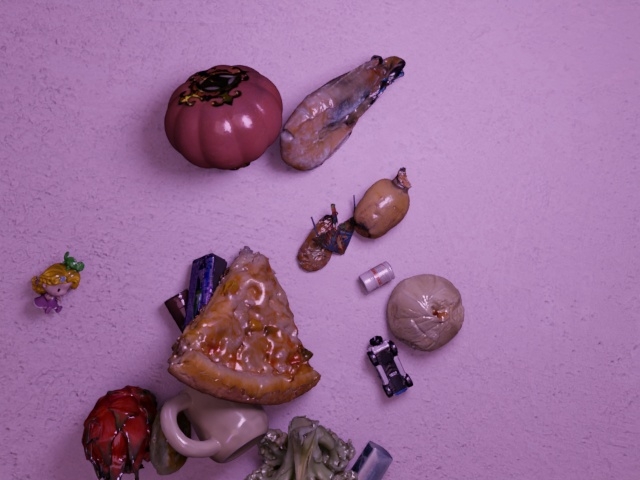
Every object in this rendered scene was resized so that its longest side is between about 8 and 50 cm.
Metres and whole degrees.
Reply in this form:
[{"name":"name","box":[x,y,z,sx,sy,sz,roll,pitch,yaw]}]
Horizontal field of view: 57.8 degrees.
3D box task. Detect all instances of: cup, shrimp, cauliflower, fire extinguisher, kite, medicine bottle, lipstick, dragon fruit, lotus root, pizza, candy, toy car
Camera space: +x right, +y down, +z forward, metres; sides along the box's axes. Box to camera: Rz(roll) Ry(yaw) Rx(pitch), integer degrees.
[{"name":"cup","box":[-0.254,0.429,1.430,0.173,0.255,0.202,-39,69,6]},{"name":"shrimp","box":[0.066,-0.348,1.550,0.445,0.221,0.110,-42,56,-14]},{"name":"cauliflower","box":[-0.050,0.570,1.496,0.327,0.260,0.281,-12,95,-41]},{"name":"fire extinguisher","box":[-0.316,0.237,1.542,0.099,0.071,0.231,-33,94,-22]},{"name":"kite","box":[0.046,-0.030,1.591,0.182,0.010,0.160,-29,119,-30]},{"name":"medicine bottle","box":[0.157,0.101,1.608,0.089,0.057,0.057,-27,93,-6]},{"name":"shrimp","box":[0.000,0.000,1.601,0.091,0.043,0.184,22,93,-14]},{"name":"lipstick","box":[0.092,0.691,1.584,0.076,0.077,0.290,35,84,-5]},{"name":"dragon fruit","box":[-0.493,0.486,1.439,0.193,0.192,0.274,19,45,-11]},{"name":"lotus root","box":[0.178,-0.100,1.581,0.221,0.125,0.118,-48,55,-3]},{"name":"pizza","box":[-0.148,0.270,1.468,0.392,0.080,0.435,50,45,-19]},{"name":"candy","box":[-0.299,0.187,1.472,0.061,0.088,0.313,29,53,-42]},{"name":"toy car","box":[0.185,0.344,1.602,0.080,0.070,0.171,-26,94,-7]}]

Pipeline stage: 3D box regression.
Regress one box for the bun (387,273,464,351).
[{"name":"bun","box":[0.298,0.199,1.586,0.220,0.134,0.221,1,87,-11]}]

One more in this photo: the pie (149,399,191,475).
[{"name":"pie","box":[-0.377,0.500,1.473,0.041,0.187,0.187,-2,90,16]}]

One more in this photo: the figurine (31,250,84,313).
[{"name":"figurine","box":[-0.681,0.094,1.488,0.115,0.095,0.156,38,104,15]}]

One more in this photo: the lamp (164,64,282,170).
[{"name":"lamp","box":[-0.238,-0.299,1.471,0.305,0.240,0.306,-5,50,6]}]
